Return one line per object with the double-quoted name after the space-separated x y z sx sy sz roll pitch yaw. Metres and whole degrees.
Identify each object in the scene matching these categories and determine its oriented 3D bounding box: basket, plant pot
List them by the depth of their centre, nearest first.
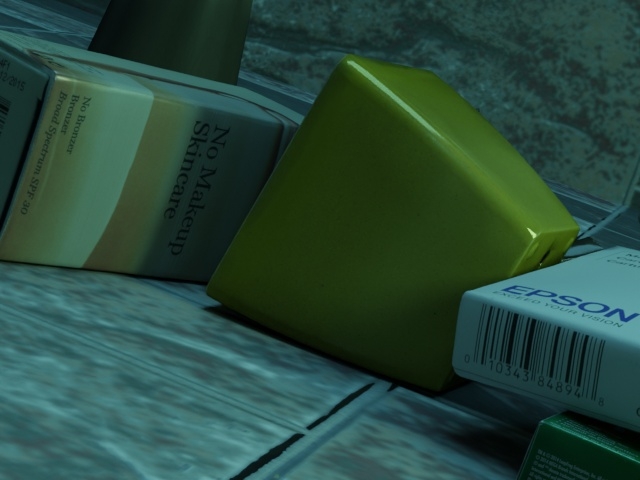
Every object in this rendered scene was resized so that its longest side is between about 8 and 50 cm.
0.075 0.000 1.244 0.187 0.212 0.212 35 14 17 "plant pot"
-0.163 -0.171 1.636 0.204 0.227 0.154 10 13 -40 "basket"

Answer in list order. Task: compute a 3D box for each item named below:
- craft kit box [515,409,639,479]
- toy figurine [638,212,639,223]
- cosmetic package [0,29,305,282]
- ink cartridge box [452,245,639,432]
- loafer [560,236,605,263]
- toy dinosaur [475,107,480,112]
0.283 0.175 1.061 0.250 0.061 0.247 23 8 22 "craft kit box"
0.402 0.040 1.590 0.213 0.209 0.148 22 15 19 "toy figurine"
-0.149 -0.059 1.262 0.129 0.153 0.296 29 15 40 "cosmetic package"
0.313 0.073 1.110 0.324 0.071 0.330 15 18 33 "ink cartridge box"
0.280 0.028 1.809 0.220 0.078 0.080 13 11 -31 "loafer"
0.083 -0.059 1.867 0.218 0.164 0.322 2 31 -11 "toy dinosaur"
